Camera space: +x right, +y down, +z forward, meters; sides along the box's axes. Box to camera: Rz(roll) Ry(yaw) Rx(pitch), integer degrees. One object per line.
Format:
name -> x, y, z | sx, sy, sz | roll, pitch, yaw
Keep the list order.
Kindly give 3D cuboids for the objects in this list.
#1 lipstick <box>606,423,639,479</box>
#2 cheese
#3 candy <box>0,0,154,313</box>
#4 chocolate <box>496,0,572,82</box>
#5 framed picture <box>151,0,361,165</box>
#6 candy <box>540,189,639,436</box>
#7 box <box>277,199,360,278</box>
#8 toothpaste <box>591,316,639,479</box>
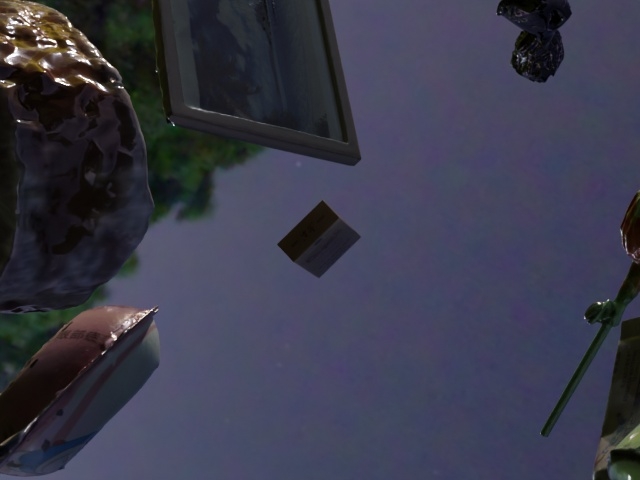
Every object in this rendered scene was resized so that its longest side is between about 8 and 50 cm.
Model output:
lipstick -> 0.341, 0.112, 1.004 | 0.304, 0.076, 0.076 | -35, -169, -31
cheese -> -0.200, 0.127, 0.909 | 0.189, 0.074, 0.286 | -46, -179, 31
candy -> -0.238, -0.059, 0.865 | 0.289, 0.157, 0.214 | 18, -73, 47
chocolate -> 0.225, -0.215, 1.308 | 0.072, 0.147, 0.070 | -20, -102, 8
framed picture -> -0.078, -0.234, 1.306 | 0.024, 0.232, 0.315 | -36, -125, 44
candy -> 0.286, 0.070, 1.229 | 0.288, 0.078, 0.084 | -63, -175, 16
box -> 0.000, 0.000, 1.043 | 0.053, 0.083, 0.024 | -44, -110, 2
toothpaste -> 0.340, 0.199, 1.355 | 0.099, 0.068, 0.282 | -1, -121, 33
